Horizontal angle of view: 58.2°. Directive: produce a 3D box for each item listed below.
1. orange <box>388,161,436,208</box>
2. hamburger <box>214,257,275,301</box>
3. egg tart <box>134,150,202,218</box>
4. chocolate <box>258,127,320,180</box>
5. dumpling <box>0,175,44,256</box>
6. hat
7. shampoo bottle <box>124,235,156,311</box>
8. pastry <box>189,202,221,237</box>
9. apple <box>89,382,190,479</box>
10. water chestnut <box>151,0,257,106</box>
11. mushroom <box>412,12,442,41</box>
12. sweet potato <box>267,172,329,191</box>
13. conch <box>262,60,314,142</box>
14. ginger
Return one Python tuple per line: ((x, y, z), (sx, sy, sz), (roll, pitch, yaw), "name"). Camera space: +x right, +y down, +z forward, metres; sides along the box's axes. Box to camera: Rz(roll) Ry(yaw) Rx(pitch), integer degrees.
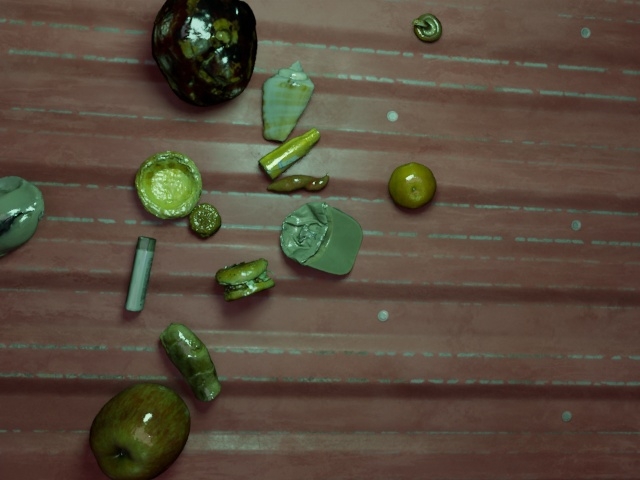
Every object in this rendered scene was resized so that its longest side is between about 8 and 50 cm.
((0.296, -0.179, 1.861), (0.155, 0.134, 0.154), (1, 112, 3), "orange")
((-0.227, 0.114, 1.783), (0.186, 0.177, 0.113), (-19, 86, 21), "hamburger")
((-0.467, -0.172, 1.784), (0.213, 0.090, 0.212), (0, 92, -5), "egg tart")
((-0.094, -0.286, 1.834), (0.219, 0.085, 0.085), (-39, 95, -7), "chocolate")
((-0.954, -0.067, 1.696), (0.293, 0.163, 0.204), (-40, 100, 7), "dumpling")
((0.000, 0.000, 1.858), (0.245, 0.149, 0.214), (31, 77, -42), "hat")
((-0.556, 0.102, 1.779), (0.056, 0.086, 0.227), (11, 91, -9), "shampoo bottle")
((-0.363, -0.063, 1.816), (0.097, 0.057, 0.109), (0, 89, -1), "pastry")
((-0.540, 0.578, 1.708), (0.278, 0.250, 0.309), (28, 90, -7), "apple")
((-0.360, -0.570, 1.703), (0.347, 0.335, 0.334), (11, 90, 35), "water chestnut")
((0.336, -0.700, 1.874), (0.130, 0.073, 0.088), (4, 107, -40), "mushroom")
((-0.071, -0.184, 1.847), (0.202, 0.058, 0.055), (-4, 94, -4), "sweet potato")
((-0.108, -0.440, 1.803), (0.159, 0.127, 0.254), (11, 90, -8), "conch")
((-0.401, 0.373, 1.791), (0.117, 0.109, 0.262), (-29, 95, -8), "ginger")
